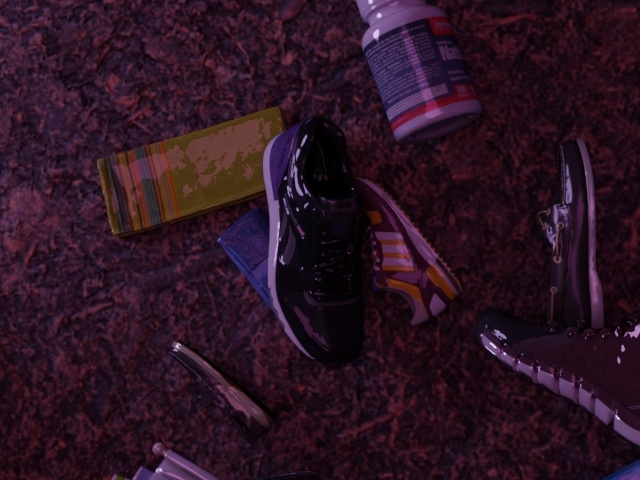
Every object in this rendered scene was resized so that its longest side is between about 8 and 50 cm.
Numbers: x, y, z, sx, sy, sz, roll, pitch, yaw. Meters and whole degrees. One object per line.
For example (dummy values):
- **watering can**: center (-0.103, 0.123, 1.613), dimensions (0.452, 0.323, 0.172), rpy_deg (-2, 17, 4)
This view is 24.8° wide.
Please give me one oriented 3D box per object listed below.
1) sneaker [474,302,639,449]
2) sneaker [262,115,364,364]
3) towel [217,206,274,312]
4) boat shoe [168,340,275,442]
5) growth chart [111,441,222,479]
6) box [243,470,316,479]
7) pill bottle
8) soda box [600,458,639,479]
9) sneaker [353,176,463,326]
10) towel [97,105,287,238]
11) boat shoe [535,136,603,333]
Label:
- **sneaker**: center (0.307, 0.100, 1.555), dimensions (0.281, 0.106, 0.162), rpy_deg (31, 105, 32)
- **sneaker**: center (0.000, 0.000, 1.653), dimensions (0.107, 0.124, 0.283), rpy_deg (-9, 83, -22)
- **towel**: center (-0.063, 0.022, 1.726), dimensions (0.067, 0.029, 0.119), rpy_deg (-39, 80, 3)
- **boat shoe**: center (-0.124, 0.177, 1.708), dimensions (0.152, 0.056, 0.049), rpy_deg (39, 86, 10)
- **growth chart**: center (-0.206, 0.349, 1.687), dimensions (0.172, 0.021, 0.237), rpy_deg (34, 71, 13)
- **box**: center (-0.106, 0.426, 1.623), dimensions (0.243, 0.076, 0.307), rpy_deg (-6, 83, -19)
- **pill bottle**: center (0.108, -0.211, 1.680), dimensions (0.108, 0.108, 0.180), rpy_deg (-21, 82, 7)
- **soda box**: center (0.395, 0.258, 1.607), dimensions (0.210, 0.071, 0.067), rpy_deg (-30, 81, 5)
- **sneaker**: center (0.079, 0.012, 1.684), dimensions (0.084, 0.069, 0.185), rpy_deg (-40, 79, -2)
- **towel**: center (-0.149, -0.082, 1.754), dimensions (0.237, 0.021, 0.102), rpy_deg (-17, 83, 7)
- **boat shoe**: center (0.278, -0.003, 1.645), dimensions (0.069, 0.081, 0.227), rpy_deg (-4, 88, 7)
